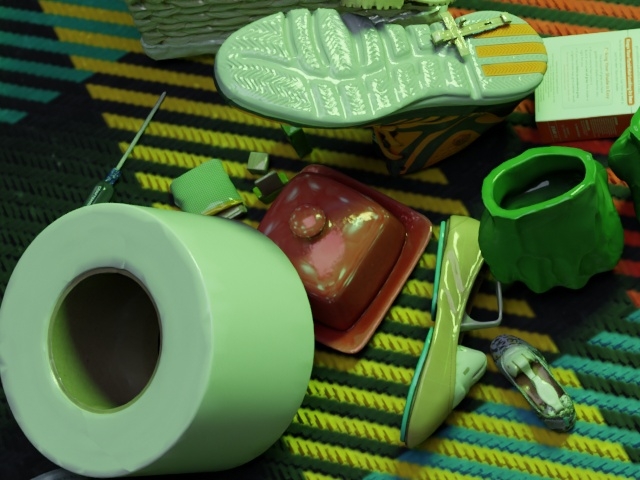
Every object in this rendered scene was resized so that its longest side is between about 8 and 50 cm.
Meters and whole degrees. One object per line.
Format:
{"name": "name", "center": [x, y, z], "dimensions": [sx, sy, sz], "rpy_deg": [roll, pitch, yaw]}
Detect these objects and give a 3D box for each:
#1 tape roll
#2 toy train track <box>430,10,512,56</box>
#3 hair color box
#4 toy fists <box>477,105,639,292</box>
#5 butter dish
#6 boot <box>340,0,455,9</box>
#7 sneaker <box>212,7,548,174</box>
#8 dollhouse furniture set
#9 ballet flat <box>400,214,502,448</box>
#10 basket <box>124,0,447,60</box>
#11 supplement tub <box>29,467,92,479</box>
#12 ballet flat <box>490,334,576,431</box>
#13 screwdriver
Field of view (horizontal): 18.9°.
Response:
{"name": "tape roll", "center": [-0.150, 0.093, 1.758], "dimensions": [0.246, 0.169, 0.246], "rpy_deg": [-3, 85, 32]}
{"name": "toy train track", "center": [0.140, -0.197, 1.769], "dimensions": [0.083, 0.014, 0.048], "rpy_deg": [-17, 70, -23]}
{"name": "hair color box", "center": [0.292, -0.151, 1.851], "dimensions": [0.167, 0.053, 0.093], "rpy_deg": [-5, 66, 15]}
{"name": "toy fists", "center": [0.273, -0.046, 1.759], "dimensions": [0.279, 0.142, 0.096], "rpy_deg": [-26, 46, -4]}
{"name": "butter dish", "center": [0.000, 0.000, 1.829], "dimensions": [0.160, 0.118, 0.160], "rpy_deg": [27, 77, 24]}
{"name": "boot", "center": [0.081, -0.258, 1.783], "dimensions": [0.059, 0.158, 0.085], "rpy_deg": [9, 102, 38]}
{"name": "sneaker", "center": [0.045, -0.125, 1.820], "dimensions": [0.321, 0.180, 0.125], "rpy_deg": [0, 65, -16]}
{"name": "dollhouse furniture set", "center": [-0.082, -0.071, 1.914], "dimensions": [0.151, 0.058, 0.076], "rpy_deg": [-31, 63, 1]}
{"name": "ballet flat", "center": [0.129, 0.085, 1.785], "dimensions": [0.073, 0.080, 0.232], "rpy_deg": [11, 71, 6]}
{"name": "basket", "center": [-0.050, -0.391, 1.928], "dimensions": [0.331, 0.266, 0.328], "rpy_deg": [-4, 66, 11]}
{"name": "supplement tub", "center": [-0.214, 0.311, 1.757], "dimensions": [0.117, 0.117, 0.190], "rpy_deg": [-40, 64, -3]}
{"name": "ballet flat", "center": [0.196, 0.125, 1.769], "dimensions": [0.041, 0.041, 0.114], "rpy_deg": [-37, 63, -2]}
{"name": "screwdriver", "center": [-0.200, -0.084, 1.973], "dimensions": [0.025, 0.024, 0.170], "rpy_deg": [16, 68, 51]}
